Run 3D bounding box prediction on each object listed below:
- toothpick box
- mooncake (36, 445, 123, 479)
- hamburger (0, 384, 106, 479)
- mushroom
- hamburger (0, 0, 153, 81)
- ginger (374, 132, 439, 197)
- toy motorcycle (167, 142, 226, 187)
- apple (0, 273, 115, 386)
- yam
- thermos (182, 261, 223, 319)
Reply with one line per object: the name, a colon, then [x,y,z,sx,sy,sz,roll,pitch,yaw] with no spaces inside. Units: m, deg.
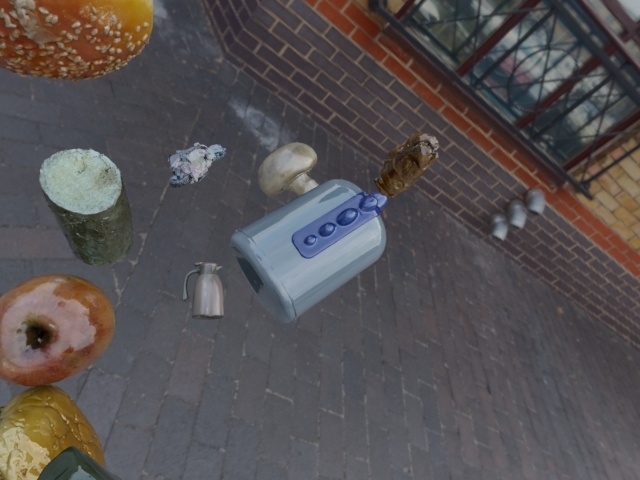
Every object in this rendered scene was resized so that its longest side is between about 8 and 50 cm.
toothpick box: [0.000,0.000,1.083,0.355,0.263,0.263,-33,79,-18]
mooncake: [-0.360,0.408,0.732,0.175,0.168,0.104,43,69,4]
hamburger: [-0.565,0.460,0.967,0.318,0.158,0.318,59,-8,13]
mushroom: [-0.090,-0.209,1.493,0.209,0.206,0.206,43,30,-32]
hamburger: [-0.300,-0.269,0.536,0.237,0.237,0.147,-33,109,-57]
ginger: [0.176,-0.151,0.903,0.073,0.162,0.103,35,57,-13]
toy motorcycle: [-0.414,-0.269,1.582,0.108,0.204,0.239,71,-3,-52]
apple: [-0.584,0.192,1.026,0.253,0.253,0.253,30,36,-25]
yam: [-0.467,-0.052,0.970,0.154,0.254,0.154,6,50,-7]
thermos: [-0.400,0.169,1.602,0.137,0.105,0.193,-3,74,-2]
